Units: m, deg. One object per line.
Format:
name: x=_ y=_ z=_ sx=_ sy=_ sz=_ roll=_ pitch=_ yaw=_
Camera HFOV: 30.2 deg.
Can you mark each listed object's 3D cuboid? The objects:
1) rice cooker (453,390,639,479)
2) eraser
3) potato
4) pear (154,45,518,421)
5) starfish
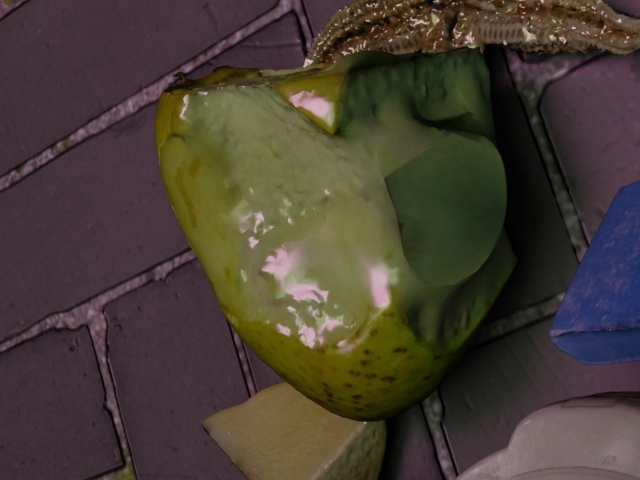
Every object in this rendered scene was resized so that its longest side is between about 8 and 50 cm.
rice cooker: x=0.203 y=0.234 z=0.714 sx=0.288 sy=0.277 sz=0.288 roll=-2 pitch=86 yaw=34
eraser: x=0.273 y=-0.005 z=0.700 sx=0.312 sy=0.043 sz=0.144 roll=-21 pitch=33 yaw=57
potato: x=-0.009 y=0.172 z=1.001 sx=0.120 sy=0.081 sz=0.149 roll=-43 pitch=38 yaw=-9
pear: x=0.000 y=0.000 z=0.891 sx=0.286 sy=0.176 sz=0.281 roll=3 pitch=108 yaw=43
starfish: x=0.108 y=-0.174 z=0.905 sx=0.358 sy=0.078 sz=0.347 roll=26 pitch=114 yaw=29
